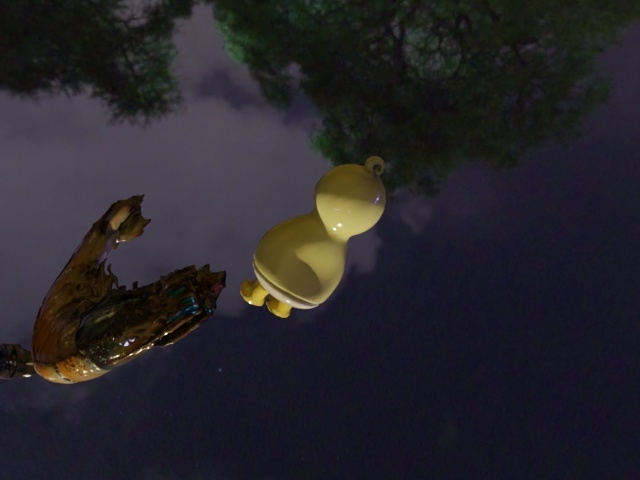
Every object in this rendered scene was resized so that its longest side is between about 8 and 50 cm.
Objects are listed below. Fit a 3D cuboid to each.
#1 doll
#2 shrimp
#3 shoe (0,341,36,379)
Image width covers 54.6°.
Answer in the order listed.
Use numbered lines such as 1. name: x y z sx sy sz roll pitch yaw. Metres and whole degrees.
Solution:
1. doll: -0.002 -0.006 0.922 0.141 0.296 0.117 32 -166 -22
2. shrimp: -0.201 0.035 0.657 0.290 0.054 0.222 -17 -129 32
3. shoe: -0.522 0.202 1.037 0.099 0.169 0.071 11 -105 -18
